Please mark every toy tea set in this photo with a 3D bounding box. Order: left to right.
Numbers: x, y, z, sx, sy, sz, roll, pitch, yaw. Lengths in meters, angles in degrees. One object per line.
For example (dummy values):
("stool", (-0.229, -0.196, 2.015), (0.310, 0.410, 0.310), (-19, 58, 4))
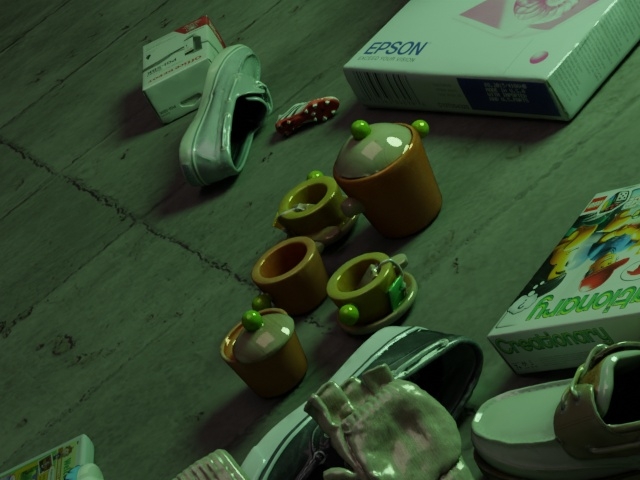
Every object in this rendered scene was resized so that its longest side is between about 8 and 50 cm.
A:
("toy tea set", (0.000, 0.000, 1.948), (0.200, 0.124, 0.336), (-16, 32, 26))

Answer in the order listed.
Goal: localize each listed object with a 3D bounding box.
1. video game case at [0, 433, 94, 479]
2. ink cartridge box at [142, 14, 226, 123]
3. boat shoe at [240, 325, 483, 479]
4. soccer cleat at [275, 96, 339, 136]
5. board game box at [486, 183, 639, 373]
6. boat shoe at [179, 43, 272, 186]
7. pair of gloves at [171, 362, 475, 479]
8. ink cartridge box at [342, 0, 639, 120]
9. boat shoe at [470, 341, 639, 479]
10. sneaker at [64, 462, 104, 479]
("video game case", (-0.305, 0.290, 1.897), (0.193, 0.023, 0.212), (-26, 28, 11))
("ink cartridge box", (-0.172, -0.218, 2.529), (0.099, 0.056, 0.135), (-26, 29, 9))
("boat shoe", (0.034, 0.181, 1.664), (0.102, 0.108, 0.301), (-1, 34, 46))
("soccer cleat", (-0.016, -0.149, 2.299), (0.083, 0.029, 0.035), (-26, 33, 19))
("board game box", (0.293, 0.017, 1.643), (0.193, 0.053, 0.305), (-50, 19, -30))
("boat shoe", (-0.096, -0.148, 2.338), (0.081, 0.079, 0.227), (-6, 42, 24))
("pair of gloves", (0.012, 0.213, 1.567), (0.240, 0.042, 0.204), (-29, 62, -10))
("ink cartridge box", (0.236, -0.263, 2.195), (0.324, 0.071, 0.330), (8, 49, 50))
("boat shoe", (0.238, 0.128, 1.538), (0.302, 0.103, 0.113), (-7, 37, 38))
("sneaker", (-0.179, 0.263, 1.783), (0.083, 0.071, 0.190), (-24, 37, 2))
